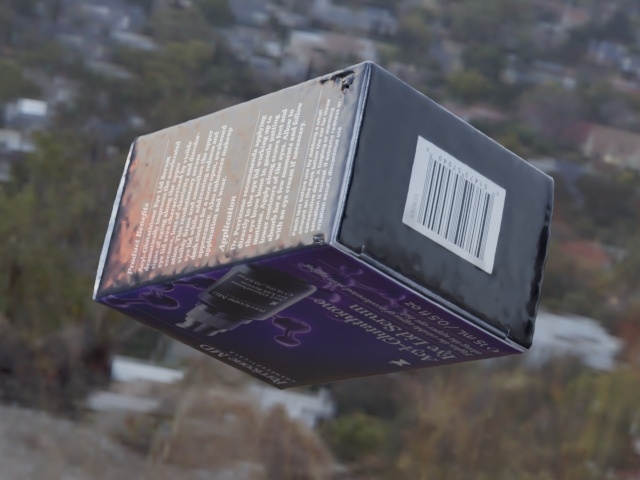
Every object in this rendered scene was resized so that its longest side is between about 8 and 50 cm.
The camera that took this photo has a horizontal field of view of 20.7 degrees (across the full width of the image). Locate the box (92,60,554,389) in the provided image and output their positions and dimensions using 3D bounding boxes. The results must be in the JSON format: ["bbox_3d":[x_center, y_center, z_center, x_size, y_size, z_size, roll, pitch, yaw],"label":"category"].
[{"bbox_3d":[0.000,0.000,0.972,0.153,0.108,0.207,28,-28,-34],"label":"box"}]
